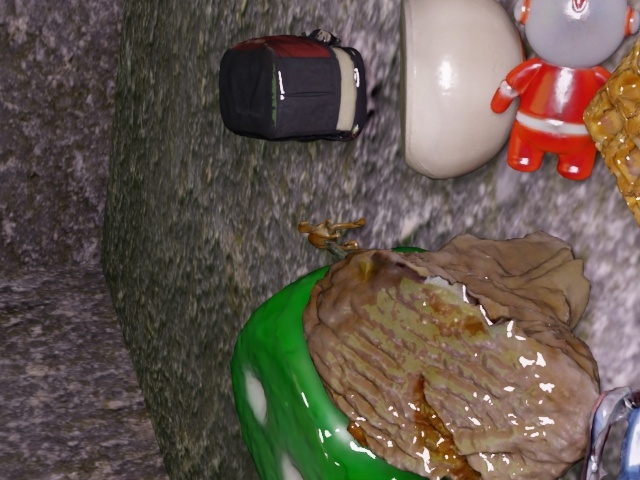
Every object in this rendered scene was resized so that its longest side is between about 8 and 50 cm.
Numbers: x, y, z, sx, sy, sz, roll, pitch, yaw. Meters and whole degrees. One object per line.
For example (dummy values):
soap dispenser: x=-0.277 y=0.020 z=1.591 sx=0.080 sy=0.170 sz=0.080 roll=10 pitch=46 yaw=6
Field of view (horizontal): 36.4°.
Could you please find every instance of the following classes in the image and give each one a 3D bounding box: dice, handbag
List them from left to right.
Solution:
handbag: x=-0.041 y=-0.243 z=1.550 sx=0.254 sy=0.181 sz=0.181 roll=15 pitch=108 yaw=62
dice: x=0.069 y=0.205 z=1.236 sx=0.300 sy=0.297 sz=0.287 roll=63 pitch=150 yaw=23

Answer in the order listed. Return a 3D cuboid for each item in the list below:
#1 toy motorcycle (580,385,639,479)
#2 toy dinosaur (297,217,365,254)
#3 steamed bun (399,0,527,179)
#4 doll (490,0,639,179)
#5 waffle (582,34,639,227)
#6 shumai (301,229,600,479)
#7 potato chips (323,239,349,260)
toy motorcycle: x=0.327 y=0.282 z=0.855 sx=0.182 sy=0.241 sz=0.319 roll=12 pitch=115 yaw=38
toy dinosaur: x=0.000 y=0.000 z=1.582 sx=0.162 sy=0.126 sz=0.039 roll=137 pitch=128 yaw=-58
steamed bun: x=0.167 y=-0.186 z=1.134 sx=0.232 sy=0.145 sz=0.232 roll=-1 pitch=-90 yaw=-87
doll: x=0.251 y=-0.182 z=0.991 sx=0.076 sy=0.142 sz=0.245 roll=-58 pitch=-26 yaw=-64
waffle: x=0.357 y=-0.056 z=0.819 sx=0.213 sy=0.091 sz=0.308 roll=119 pitch=139 yaw=-52
shumai: x=0.166 y=0.111 z=1.042 sx=0.346 sy=0.283 sz=0.217 roll=16 pitch=107 yaw=33
potato chips: x=0.087 y=0.087 z=1.469 sx=0.228 sy=0.059 sz=0.167 roll=37 pitch=148 yaw=58
